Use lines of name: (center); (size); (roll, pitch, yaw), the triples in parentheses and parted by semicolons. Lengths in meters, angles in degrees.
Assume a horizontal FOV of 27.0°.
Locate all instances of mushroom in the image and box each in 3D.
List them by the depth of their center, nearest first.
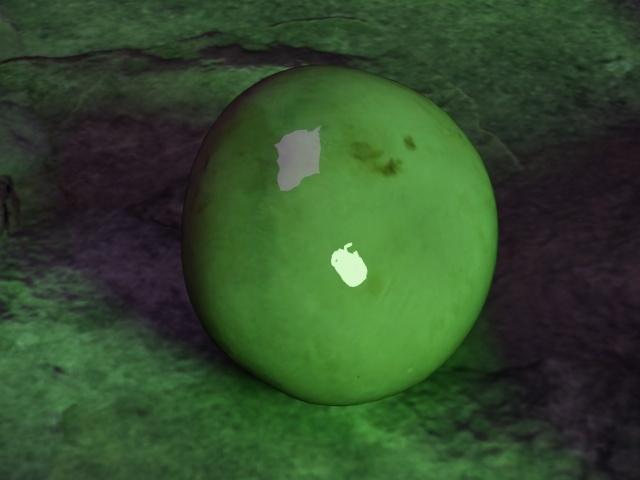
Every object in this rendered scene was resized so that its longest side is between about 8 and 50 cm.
mushroom: (0.000, 0.000, 0.812); (0.204, 0.204, 0.204); (-1, 39, 1)
